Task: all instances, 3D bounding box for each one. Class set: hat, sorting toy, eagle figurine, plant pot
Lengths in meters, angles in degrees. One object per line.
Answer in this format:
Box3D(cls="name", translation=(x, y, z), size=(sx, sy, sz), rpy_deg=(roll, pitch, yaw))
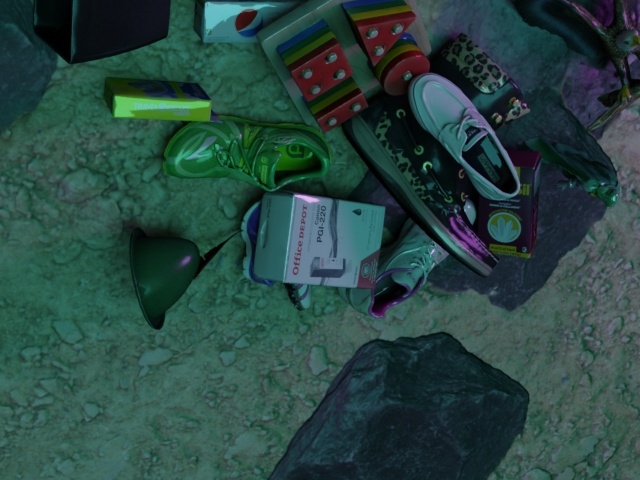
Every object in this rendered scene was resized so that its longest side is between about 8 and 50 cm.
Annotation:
Box3D(cls="hat", translation=(-0.212, 0.036, 1.911), size=(0.183, 0.208, 0.173), rpy_deg=(-12, 145, 5))
Box3D(cls="sorting toy", translation=(0.060, -0.302, 1.834), size=(0.255, 0.089, 0.257), rpy_deg=(-31, 149, 2))
Box3D(cls="eagle figurine", translation=(0.511, -0.381, 1.970), size=(0.226, 0.225, 0.298), rpy_deg=(-41, 105, -27))
Box3D(cls="plant pot", translation=(-0.324, -0.380, 1.693), size=(0.167, 0.187, 0.188), rpy_deg=(-5, 116, -30))

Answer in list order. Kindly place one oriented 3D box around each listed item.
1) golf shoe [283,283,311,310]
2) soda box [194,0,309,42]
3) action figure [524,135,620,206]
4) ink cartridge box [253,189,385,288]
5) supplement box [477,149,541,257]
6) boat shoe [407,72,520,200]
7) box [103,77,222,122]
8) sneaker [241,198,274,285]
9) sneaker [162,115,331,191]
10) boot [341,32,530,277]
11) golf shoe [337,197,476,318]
Box3D(cls="golf shoe", translation=(-0.029, 0.044, 2.056), size=(0.086, 0.067, 0.186), rpy_deg=(-14, 118, -14))
Box3D(cls="soda box", translation=(-0.094, -0.365, 1.832), size=(0.216, 0.074, 0.069), rpy_deg=(-4, 116, -17))
Box3D(cls="action figure", translation=(0.481, -0.121, 2.058), size=(0.137, 0.232, 0.063), rpy_deg=(3, 114, -20))
Box3D(cls="ink cartridge box", translation=(0.000, 0.000, 1.975), size=(0.218, 0.092, 0.159), rpy_deg=(6, 92, -38))
Box3D(cls="supplement box", translation=(0.353, -0.071, 2.102), size=(0.104, 0.081, 0.188), rpy_deg=(6, 118, 17))
Box3D(cls="boat shoe", translation=(0.247, -0.176, 1.862), size=(0.095, 0.084, 0.258), rpy_deg=(-44, 99, -5))
Box3D(cls="box", translation=(-0.256, -0.228, 1.822), size=(0.178, 0.109, 0.042), rpy_deg=(1, 112, -20))
Box3D(cls="sneaker", translation=(-0.095, 0.003, 2.003), size=(0.068, 0.071, 0.170), rpy_deg=(-32, 133, -42))
Box3D(cls="sneaker", translation=(-0.119, -0.148, 1.900), size=(0.295, 0.123, 0.109), rpy_deg=(-4, 116, -17))
Box3D(cls="boot", translation=(0.253, -0.151, 1.976), size=(0.284, 0.138, 0.377), rpy_deg=(-42, 91, -1))
Box3D(cls="golf shoe", translation=(0.179, 0.038, 2.085), size=(0.306, 0.140, 0.115), rpy_deg=(-39, 119, 0))
